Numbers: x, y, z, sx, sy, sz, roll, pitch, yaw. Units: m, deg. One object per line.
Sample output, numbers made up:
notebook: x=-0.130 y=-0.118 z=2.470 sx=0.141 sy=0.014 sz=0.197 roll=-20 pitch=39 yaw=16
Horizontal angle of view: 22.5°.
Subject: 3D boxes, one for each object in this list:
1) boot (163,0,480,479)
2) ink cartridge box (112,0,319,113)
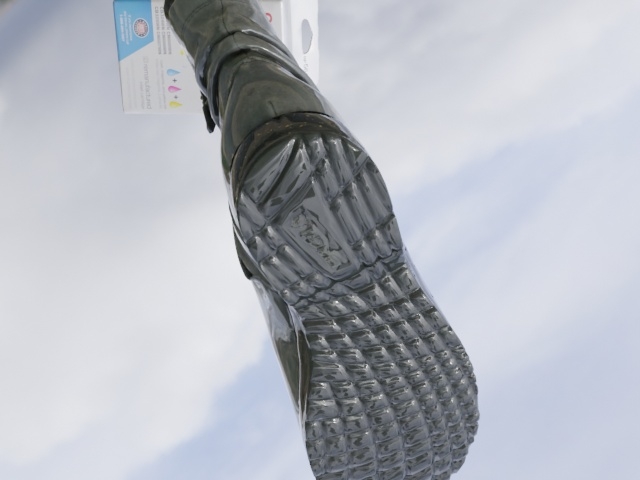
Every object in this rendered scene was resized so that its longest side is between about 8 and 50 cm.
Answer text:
boot: x=0.000 y=0.000 z=0.752 sx=0.083 sy=0.246 sz=0.161 roll=-20 pitch=-141 yaw=-4
ink cartridge box: x=-0.074 y=-0.152 z=1.207 sx=0.143 sy=0.092 sz=0.090 roll=0 pitch=-154 yaw=6
